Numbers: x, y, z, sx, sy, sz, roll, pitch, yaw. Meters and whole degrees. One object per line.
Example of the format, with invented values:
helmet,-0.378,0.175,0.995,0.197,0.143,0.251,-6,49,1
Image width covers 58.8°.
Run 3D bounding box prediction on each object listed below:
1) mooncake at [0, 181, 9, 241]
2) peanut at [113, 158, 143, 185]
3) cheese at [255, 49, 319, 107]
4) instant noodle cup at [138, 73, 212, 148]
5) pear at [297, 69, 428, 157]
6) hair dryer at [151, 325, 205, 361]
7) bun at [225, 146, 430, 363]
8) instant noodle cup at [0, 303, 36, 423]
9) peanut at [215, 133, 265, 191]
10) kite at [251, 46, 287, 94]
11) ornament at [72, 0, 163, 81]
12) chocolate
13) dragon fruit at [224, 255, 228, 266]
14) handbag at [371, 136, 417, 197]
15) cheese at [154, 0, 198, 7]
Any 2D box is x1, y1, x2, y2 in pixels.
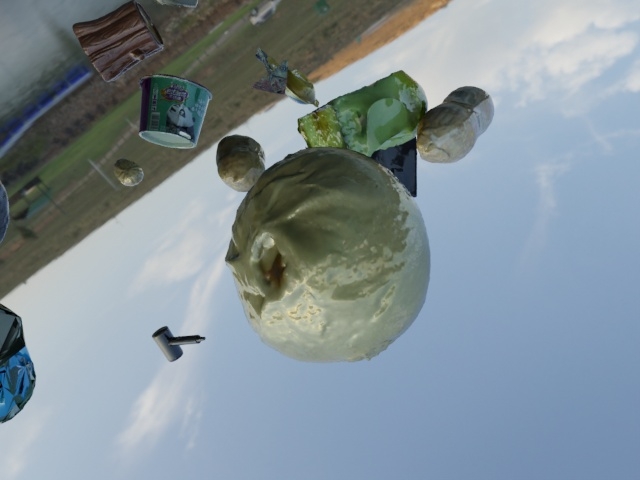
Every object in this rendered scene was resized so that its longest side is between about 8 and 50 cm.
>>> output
mooncake,-0.901,-0.058,1.380,0.161,0.290,0.290,9,-146,6
peanut,-0.606,-0.216,1.780,0.082,0.082,0.187,-43,-155,-10
cheese,-0.106,-0.548,1.922,0.069,0.270,0.177,-42,-161,26
instant noodle cup,-0.512,-0.434,1.955,0.251,0.251,0.190,-2,-102,58
pear,0.122,-0.283,1.361,0.282,0.176,0.286,-30,-168,-17
hair dryer,-0.504,0.383,2.091,0.255,0.128,0.070,-9,-155,37
bun,-0.019,0.028,0.902,0.364,0.364,0.202,-21,169,40
instant noodle cup,-0.721,0.250,1.183,0.240,0.240,0.178,-70,178,-54
peanut,-0.199,-0.197,1.442,0.129,0.129,0.224,-36,-145,7
kite,-0.149,-0.485,1.647,0.137,0.152,0.005,-42,-157,-9
ornament,-0.656,-0.664,1.880,0.217,0.235,0.221,-28,-115,4
chocolate,0.311,-0.266,1.288,0.134,0.134,0.309,-18,-163,43
dragon fruit,-0.253,0.107,2.239,0.227,0.307,0.243,-10,164,-28
handbag,0.144,-0.231,1.712,0.118,0.326,0.269,-20,-114,57
cheese,-0.407,-0.764,1.613,0.175,0.091,0.202,-7,129,-49
